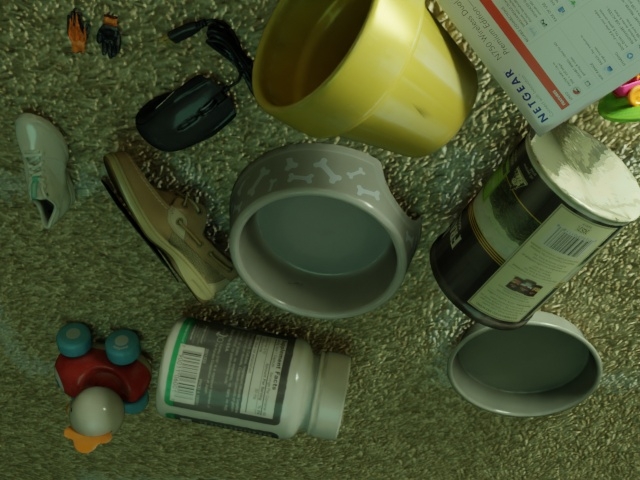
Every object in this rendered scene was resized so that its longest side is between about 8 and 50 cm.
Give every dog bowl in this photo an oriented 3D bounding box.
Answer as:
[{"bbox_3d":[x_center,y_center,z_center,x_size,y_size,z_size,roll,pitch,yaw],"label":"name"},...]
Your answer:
[{"bbox_3d":[0.000,0.000,1.396,0.348,0.102,0.349,5,132,5],"label":"dog bowl"}]

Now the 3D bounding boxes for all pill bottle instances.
[{"bbox_3d":[-0.130,0.282,1.609,0.360,0.204,0.204,11,133,1],"label":"pill bottle"}]

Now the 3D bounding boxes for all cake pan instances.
[{"bbox_3d":[0.395,0.239,1.573,0.293,0.054,0.293,5,133,6],"label":"cake pan"}]

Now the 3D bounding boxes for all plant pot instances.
[{"bbox_3d":[0.074,-0.232,1.086,0.239,0.254,0.254,27,133,-35],"label":"plant pot"}]

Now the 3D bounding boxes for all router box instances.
[{"bbox_3d":[0.295,-0.345,0.967,0.301,0.082,0.335,-33,101,34],"label":"router box"}]

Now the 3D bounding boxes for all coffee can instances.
[{"bbox_3d":[0.326,-0.020,1.246,0.201,0.202,0.275,25,131,-12],"label":"coffee can"}]

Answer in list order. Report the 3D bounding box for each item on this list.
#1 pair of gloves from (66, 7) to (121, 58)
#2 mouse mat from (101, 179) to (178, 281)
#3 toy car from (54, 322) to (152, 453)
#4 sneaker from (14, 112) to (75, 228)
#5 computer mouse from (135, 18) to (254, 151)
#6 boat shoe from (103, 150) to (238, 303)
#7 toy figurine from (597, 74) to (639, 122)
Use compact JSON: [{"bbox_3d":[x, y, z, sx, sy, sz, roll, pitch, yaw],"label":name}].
[{"bbox_3d":[-0.347,-0.316,1.231,0.083,0.010,0.074,9,132,-1],"label":"pair of gloves"},{"bbox_3d":[-0.319,-0.017,1.424,0.007,0.152,0.190,-38,125,-7],"label":"mouse mat"},{"bbox_3d":[-0.486,0.338,1.705,0.210,0.238,0.219,8,133,3],"label":"toy car"},{"bbox_3d":[-0.479,-0.115,1.385,0.080,0.094,0.212,3,132,10],"label":"sneaker"},{"bbox_3d":[-0.211,-0.229,1.252,0.262,0.060,0.184,-19,127,25],"label":"computer mouse"},{"bbox_3d":[-0.257,-0.037,1.416,0.110,0.121,0.341,-36,129,-7],"label":"boat shoe"},{"bbox_3d":[0.437,-0.268,1.073,0.173,0.130,0.159,-25,116,3],"label":"toy figurine"}]
